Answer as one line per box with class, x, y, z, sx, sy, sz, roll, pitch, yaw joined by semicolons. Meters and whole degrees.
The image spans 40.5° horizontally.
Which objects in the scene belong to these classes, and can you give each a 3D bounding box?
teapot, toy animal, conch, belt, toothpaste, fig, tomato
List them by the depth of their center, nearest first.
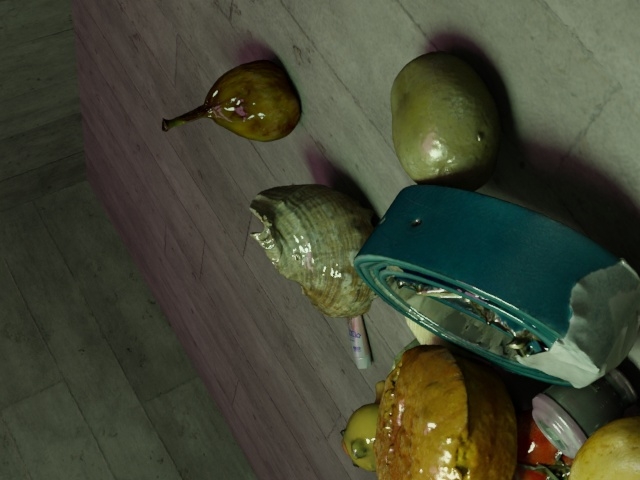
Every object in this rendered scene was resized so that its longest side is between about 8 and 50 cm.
belt;0.253;0.065;1.285;0.436;0.173;0.300;24;163;47
teapot;0.408;0.257;1.287;0.148;0.146;0.116;50;171;19
tomato;0.379;0.347;1.417;0.151;0.187;0.187;-74;-35;-77
conch;0.016;-0.008;1.783;0.352;0.210;0.297;46;-160;-49
toy animal;0.150;0.398;1.833;0.169;0.281;0.195;-34;80;45
fig;-0.186;-0.300;1.867;0.191;0.290;0.190;-1;89;52
toothpaste;0.086;0.208;2.056;0.067;0.043;0.194;17;121;64

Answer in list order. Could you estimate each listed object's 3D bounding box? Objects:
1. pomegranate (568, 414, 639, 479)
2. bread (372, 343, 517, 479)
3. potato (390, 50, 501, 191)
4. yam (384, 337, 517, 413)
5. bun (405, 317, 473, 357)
pomegranate;0.459;0.374;1.151;0.307;0.307;0.307;46;150;37
bread;0.198;0.319;1.432;0.312;0.172;0.312;-171;90;-71
potato;0.188;-0.181;1.337;0.178;0.160;0.235;-32;64;28
yam;0.242;0.308;1.671;0.268;0.161;0.161;44;148;38
bun;0.230;0.111;1.566;0.222;0.127;0.222;164;90;-75
